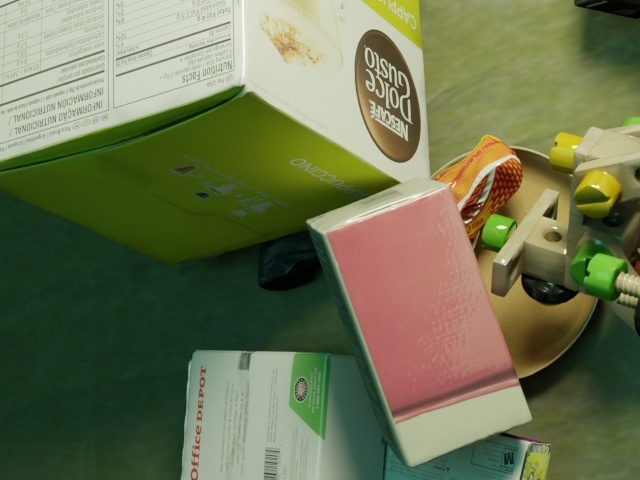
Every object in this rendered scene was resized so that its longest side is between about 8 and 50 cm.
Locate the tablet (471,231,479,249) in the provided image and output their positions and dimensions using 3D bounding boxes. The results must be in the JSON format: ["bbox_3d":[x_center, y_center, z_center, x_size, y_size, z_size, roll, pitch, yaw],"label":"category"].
[{"bbox_3d":[0.118,0.001,1.656,0.083,0.006,0.054,23,95,34],"label":"tablet"}]

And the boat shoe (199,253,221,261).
[{"bbox_3d":[-0.103,-0.014,1.826,0.100,0.035,0.035,-34,69,32],"label":"boat shoe"}]

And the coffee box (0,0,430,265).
[{"bbox_3d":[-0.117,-0.200,1.655,0.338,0.337,0.334,-14,67,30],"label":"coffee box"}]

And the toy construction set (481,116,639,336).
[{"bbox_3d":[0.269,-0.052,1.471,0.237,0.257,0.309,17,70,31],"label":"toy construction set"}]

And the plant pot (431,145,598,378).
[{"bbox_3d":[0.179,0.024,1.636,0.236,0.032,0.236,-6,80,32],"label":"plant pot"}]

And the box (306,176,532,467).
[{"bbox_3d":[0.088,0.071,1.520,0.126,0.148,0.232,-21,97,-5],"label":"box"}]

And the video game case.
[{"bbox_3d":[0.112,0.279,1.602,0.232,0.042,0.210,7,86,49],"label":"video game case"}]

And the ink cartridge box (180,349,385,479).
[{"bbox_3d":[-0.040,0.195,1.690,0.219,0.092,0.160,-2,82,49],"label":"ink cartridge box"}]

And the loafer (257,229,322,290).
[{"bbox_3d":[0.000,0.000,1.741,0.170,0.062,0.061,-20,68,28],"label":"loafer"}]

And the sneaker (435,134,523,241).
[{"bbox_3d":[0.127,-0.029,1.626,0.175,0.064,0.067,-42,37,7],"label":"sneaker"}]

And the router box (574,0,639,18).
[{"bbox_3d":[0.352,-0.345,1.463,0.309,0.081,0.243,-7,77,63],"label":"router box"}]
